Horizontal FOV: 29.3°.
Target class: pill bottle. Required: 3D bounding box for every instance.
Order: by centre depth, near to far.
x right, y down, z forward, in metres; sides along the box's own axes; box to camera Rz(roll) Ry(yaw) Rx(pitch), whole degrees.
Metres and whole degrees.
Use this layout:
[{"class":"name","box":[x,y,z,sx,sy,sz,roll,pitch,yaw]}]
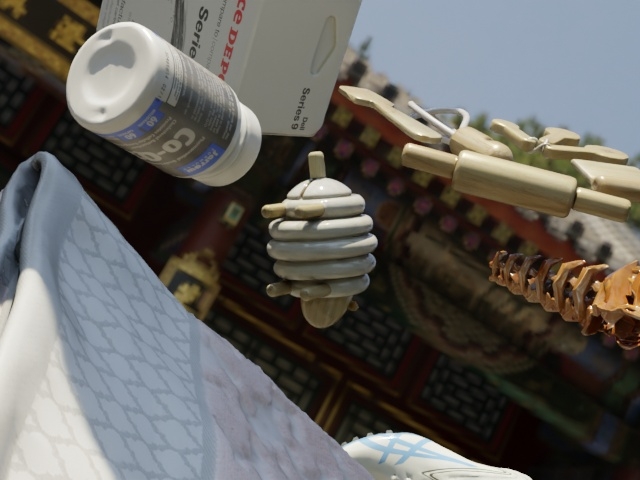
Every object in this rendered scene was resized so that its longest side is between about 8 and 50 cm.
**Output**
[{"class":"pill bottle","box":[-0.104,-0.089,0.850,0.078,0.078,0.137,13,-9,34]}]

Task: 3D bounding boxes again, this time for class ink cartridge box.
[{"class":"ink cartridge box","box":[-0.099,-0.260,1.285,0.121,0.211,0.289,-2,28,-40]}]

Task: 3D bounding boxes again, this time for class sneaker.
[{"class":"sneaker","box":[0.124,0.268,1.311,0.237,0.086,0.085,14,-61,2]}]

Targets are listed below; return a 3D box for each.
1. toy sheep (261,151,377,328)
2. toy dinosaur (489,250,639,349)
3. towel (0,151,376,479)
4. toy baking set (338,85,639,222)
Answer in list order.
[{"class":"toy sheep","box":[0.000,0.000,0.912,0.091,0.132,0.091,0,8,0]},{"class":"toy dinosaur","box":[0.268,0.006,0.780,0.322,0.218,0.164,9,-30,13]},{"class":"towel","box":[-0.012,0.138,0.403,0.317,0.053,0.332,47,12,-21]},{"class":"toy baking set","box":[0.131,-0.066,0.933,0.256,0.030,0.197,13,18,2]}]
